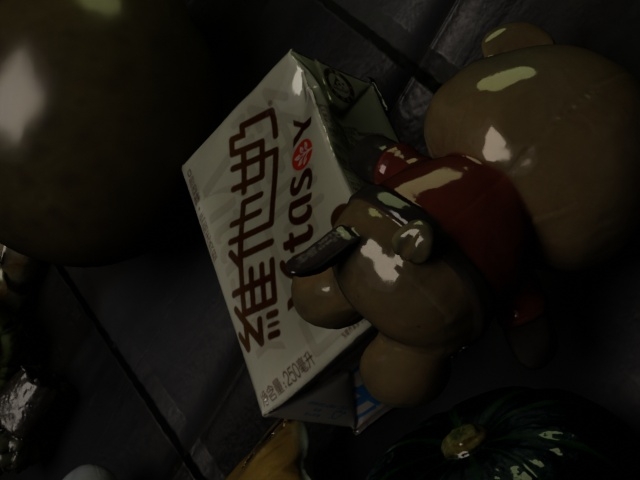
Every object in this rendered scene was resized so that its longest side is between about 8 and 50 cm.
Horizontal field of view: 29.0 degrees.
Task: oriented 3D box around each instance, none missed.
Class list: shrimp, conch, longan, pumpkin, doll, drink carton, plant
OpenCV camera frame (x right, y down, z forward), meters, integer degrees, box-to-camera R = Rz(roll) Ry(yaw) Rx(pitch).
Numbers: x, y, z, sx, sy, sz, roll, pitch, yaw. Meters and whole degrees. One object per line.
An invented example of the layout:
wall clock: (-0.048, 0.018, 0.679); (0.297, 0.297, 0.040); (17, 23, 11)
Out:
shrimp: (-0.494, 0.042, 1.717); (0.247, 0.085, 0.360); (34, 108, 34)
conch: (-0.457, 0.164, 1.595); (0.124, 0.181, 0.187); (20, 79, 43)
longan: (-0.271, -0.146, 1.397); (0.361, 0.361, 0.361); (-15, 68, 43)
pumpkin: (0.152, 0.244, 0.923); (0.248, 0.248, 0.248); (-15, 68, 43)
doll: (0.128, -0.030, 0.971); (0.330, 0.174, 0.235); (-41, 70, -16)
drink carton: (0.000, 0.000, 1.196); (0.194, 0.132, 0.324); (-43, 50, 29)
plant: (-0.378, 0.226, 1.554); (0.094, 0.092, 0.143); (33, 99, 17)

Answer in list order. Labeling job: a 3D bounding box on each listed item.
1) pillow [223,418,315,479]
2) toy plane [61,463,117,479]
pillow: (-0.076, 0.364, 1.171); (0.312, 0.119, 0.310); (-48, 46, 36)
toy plane: (-0.249, 0.371, 1.362); (0.245, 0.117, 0.244); (-174, 90, -68)
